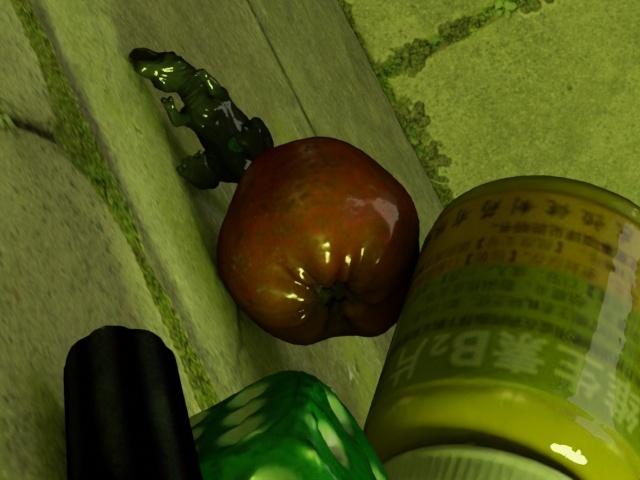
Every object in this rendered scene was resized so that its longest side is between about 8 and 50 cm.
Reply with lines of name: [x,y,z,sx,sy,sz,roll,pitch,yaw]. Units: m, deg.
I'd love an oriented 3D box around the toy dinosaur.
toy dinosaur: [-0.088,-0.109,1.655,0.187,0.087,0.179,62,11,-7]

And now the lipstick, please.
lipstick: [-0.080,0.203,0.891,0.077,0.077,0.418,53,14,-39]

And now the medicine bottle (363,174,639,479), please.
medicine bottle: [0.147,0.152,1.402,0.224,0.224,0.384,54,40,-35]

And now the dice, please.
dice: [-0.033,0.157,1.080,0.120,0.131,0.128,60,12,-9]

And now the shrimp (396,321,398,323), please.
shrimp: [0.074,0.053,2.145,0.223,0.047,0.126,46,25,-40]

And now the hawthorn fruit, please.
hawthorn fruit: [0.000,0.000,1.544,0.189,0.189,0.189,58,10,-17]
